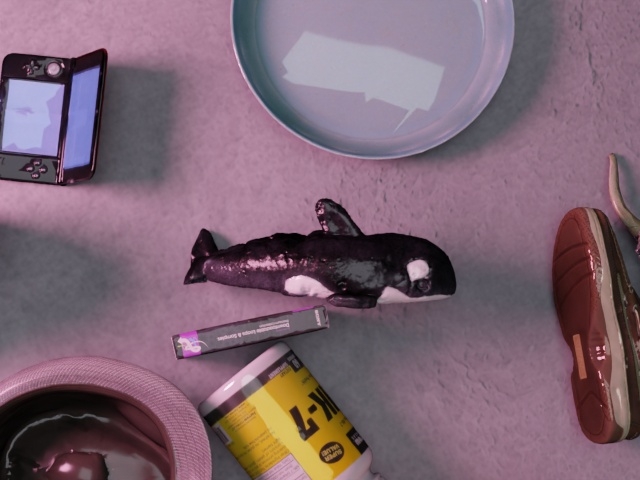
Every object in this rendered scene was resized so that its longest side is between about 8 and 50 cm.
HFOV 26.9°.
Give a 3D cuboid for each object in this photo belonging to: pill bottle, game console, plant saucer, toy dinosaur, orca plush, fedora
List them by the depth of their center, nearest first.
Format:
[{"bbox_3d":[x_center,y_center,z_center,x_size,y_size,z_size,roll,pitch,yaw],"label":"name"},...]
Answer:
[{"bbox_3d":[-0.238,0.244,1.385,0.276,0.124,0.243,-3,82,4],"label":"fedora"},{"bbox_3d":[-0.021,0.220,1.406,0.119,0.119,0.208,-39,88,-7],"label":"pill bottle"},{"bbox_3d":[0.000,0.000,1.417,0.287,0.151,0.102,8,105,23],"label":"orca plush"},{"bbox_3d":[-0.294,-0.136,1.444,0.124,0.085,0.144,6,83,-3],"label":"game console"},{"bbox_3d":[0.378,0.026,1.465,0.064,0.118,0.268,-37,85,24],"label":"toy dinosaur"},{"bbox_3d":[0.057,-0.244,1.502,0.318,0.044,0.317,0,84,-4],"label":"plant saucer"}]

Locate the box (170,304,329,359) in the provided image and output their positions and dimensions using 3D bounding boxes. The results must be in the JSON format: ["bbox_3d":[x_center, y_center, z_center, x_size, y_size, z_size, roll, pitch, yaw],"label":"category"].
[{"bbox_3d":[-0.075,0.097,1.417,0.162,0.116,0.029,-13,87,-5],"label":"box"}]

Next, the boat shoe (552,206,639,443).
[{"bbox_3d":[0.321,0.090,1.467,0.095,0.095,0.257,-4,87,-22],"label":"boat shoe"}]
